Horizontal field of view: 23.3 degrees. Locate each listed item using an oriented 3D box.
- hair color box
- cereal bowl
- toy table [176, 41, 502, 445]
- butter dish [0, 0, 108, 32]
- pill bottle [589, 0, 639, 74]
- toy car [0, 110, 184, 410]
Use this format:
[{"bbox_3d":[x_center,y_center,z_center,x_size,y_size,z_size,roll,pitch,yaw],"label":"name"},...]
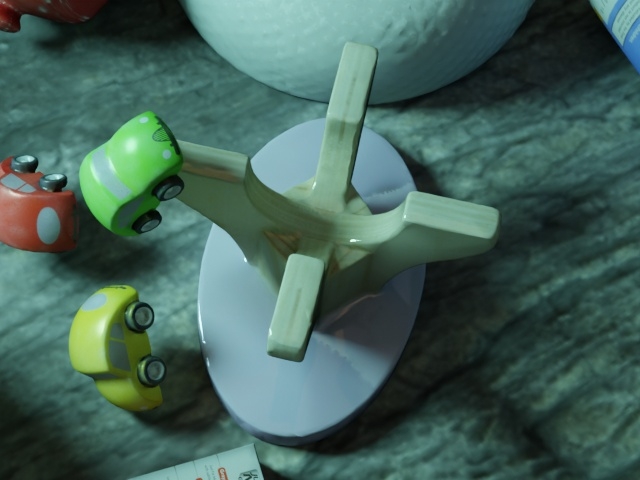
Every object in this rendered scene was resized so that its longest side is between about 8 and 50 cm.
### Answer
[{"bbox_3d":[-0.106,0.204,1.135,0.141,0.043,0.072,-15,67,-8],"label":"hair color box"},{"bbox_3d":[0.032,-0.290,1.298,0.339,0.141,0.339,0,73,0],"label":"cereal bowl"},{"bbox_3d":[0.000,0.000,1.172,0.252,0.161,0.274,2,64,-2],"label":"toy table"},{"bbox_3d":[-0.240,-0.228,1.284,0.160,0.160,0.118,28,90,10],"label":"butter dish"},{"bbox_3d":[0.348,-0.139,1.258,0.152,0.152,0.272,-25,70,-14],"label":"pill bottle"},{"bbox_3d":[-0.166,-0.009,1.133,0.053,0.225,0.239,-19,66,-39],"label":"toy car"}]
